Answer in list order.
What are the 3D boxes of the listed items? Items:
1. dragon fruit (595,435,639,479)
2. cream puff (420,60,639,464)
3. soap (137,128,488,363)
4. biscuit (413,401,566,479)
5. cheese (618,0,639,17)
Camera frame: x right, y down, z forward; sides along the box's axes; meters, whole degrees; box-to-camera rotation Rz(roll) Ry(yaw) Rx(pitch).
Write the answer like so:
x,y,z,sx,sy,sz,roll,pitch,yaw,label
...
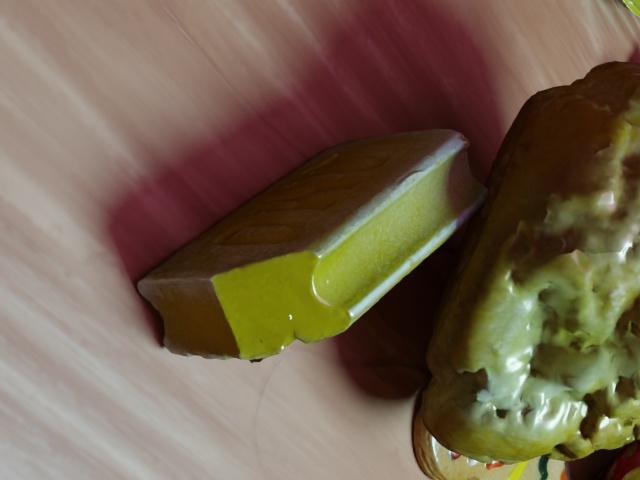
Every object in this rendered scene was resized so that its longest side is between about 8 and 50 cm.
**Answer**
x,y,z,sx,sy,sz,roll,pitch,yaw,label
0.390,0.301,1.164,0.227,0.224,0.224,-35,115,-47,dragon fruit
0.227,0.033,0.895,0.231,0.327,0.343,22,82,1,cream puff
0.000,0.000,0.793,0.232,0.140,0.073,-38,113,-40,soap
0.175,0.197,1.057,0.250,0.036,0.165,25,71,-44,biscuit
0.332,-0.341,1.203,0.250,0.064,0.156,53,53,-21,cheese
